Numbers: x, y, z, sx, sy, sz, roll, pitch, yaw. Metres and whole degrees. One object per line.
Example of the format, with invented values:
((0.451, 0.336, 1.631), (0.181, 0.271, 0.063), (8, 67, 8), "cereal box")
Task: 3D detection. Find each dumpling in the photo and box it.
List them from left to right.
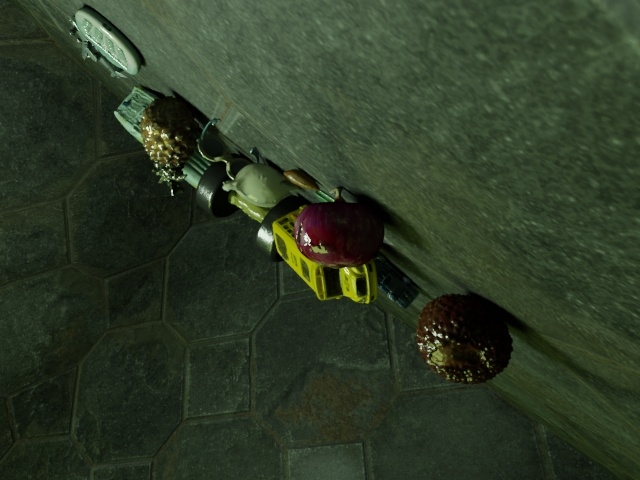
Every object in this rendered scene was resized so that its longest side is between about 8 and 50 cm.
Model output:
((-0.158, -0.149, 1.446), (0.181, 0.111, 0.155), (27, -175, -25), "dumpling")

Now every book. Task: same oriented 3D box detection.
((0.046, -0.066, 1.298), (0.103, 0.017, 0.135), (36, 175, 26), "book")

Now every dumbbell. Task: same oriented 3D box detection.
((-0.194, -0.100, 1.631), (0.322, 0.204, 0.204), (36, 174, 19), "dumbbell")

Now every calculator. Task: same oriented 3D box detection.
((-0.531, -0.499, 1.370), (0.184, 0.042, 0.295), (40, 172, -19), "calculator")

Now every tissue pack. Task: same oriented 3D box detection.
((-0.495, -0.336, 1.878), (0.388, 0.162, 0.287), (43, 176, -38), "tissue pack")

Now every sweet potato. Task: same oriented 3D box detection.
((-0.040, -0.136, 1.208), (0.095, 0.034, 0.034), (26, 172, 12), "sweet potato")

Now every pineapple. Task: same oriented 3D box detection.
((-0.448, -0.271, 1.609), (0.175, 0.175, 0.361), (38, 153, 0), "pineapple")

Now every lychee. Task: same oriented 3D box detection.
((0.286, 0.194, 1.109), (0.188, 0.188, 0.188), (38, 175, 4), "lychee")

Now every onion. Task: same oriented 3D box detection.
((0.036, -0.017, 1.053), (0.177, 0.153, 0.177), (14, -164, -4), "onion")

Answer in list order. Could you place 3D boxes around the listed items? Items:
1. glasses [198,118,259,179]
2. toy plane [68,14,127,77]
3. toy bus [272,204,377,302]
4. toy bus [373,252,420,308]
((-0.254, -0.239, 1.466), (0.189, 0.088, 0.220), (39, 175, -5), "glasses")
((-0.659, -0.562, 1.597), (0.226, 0.058, 0.226), (15, 163, 34), "toy plane")
((0.010, 0.041, 1.385), (0.330, 0.152, 0.144), (42, 147, 47), "toy bus")
((0.172, 0.098, 1.521), (0.236, 0.079, 0.094), (41, 176, -23), "toy bus")
